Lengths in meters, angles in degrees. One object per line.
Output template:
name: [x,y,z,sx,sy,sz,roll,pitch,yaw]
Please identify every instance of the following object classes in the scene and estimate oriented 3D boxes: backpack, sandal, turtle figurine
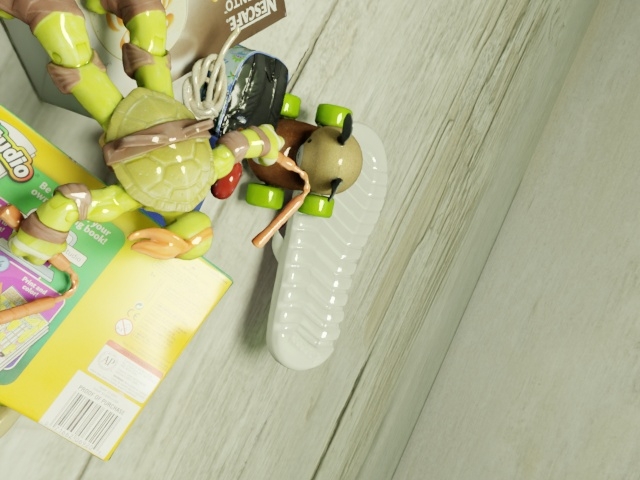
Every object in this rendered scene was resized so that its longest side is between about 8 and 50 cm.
backpack: [-0.097,-0.169,0.644,0.105,0.084,0.114,0,114,-60]
sandal: [-0.011,-0.007,0.878,0.169,0.102,0.415,31,71,-36]
turtle figurine: [-0.131,-0.067,0.371,0.270,0.087,0.217,-27,98,-30]

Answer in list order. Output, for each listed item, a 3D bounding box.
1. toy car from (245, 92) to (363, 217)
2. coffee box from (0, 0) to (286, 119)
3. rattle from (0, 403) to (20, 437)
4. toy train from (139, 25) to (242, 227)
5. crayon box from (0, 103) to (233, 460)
toy car: [-0.008,-0.105,0.696,0.149,0.188,0.154,9,97,-19]
coffee box: [-0.152,-0.233,0.497,0.246,0.098,0.141,-45,143,-35]
rattle: [-0.313,0.185,0.475,0.199,0.143,0.130,-49,164,-41]
toy train: [-0.139,-0.088,0.561,0.105,0.143,0.247,25,92,-19]
crayon box: [-0.227,0.016,0.408,0.278,0.081,0.165,41,70,-20]
